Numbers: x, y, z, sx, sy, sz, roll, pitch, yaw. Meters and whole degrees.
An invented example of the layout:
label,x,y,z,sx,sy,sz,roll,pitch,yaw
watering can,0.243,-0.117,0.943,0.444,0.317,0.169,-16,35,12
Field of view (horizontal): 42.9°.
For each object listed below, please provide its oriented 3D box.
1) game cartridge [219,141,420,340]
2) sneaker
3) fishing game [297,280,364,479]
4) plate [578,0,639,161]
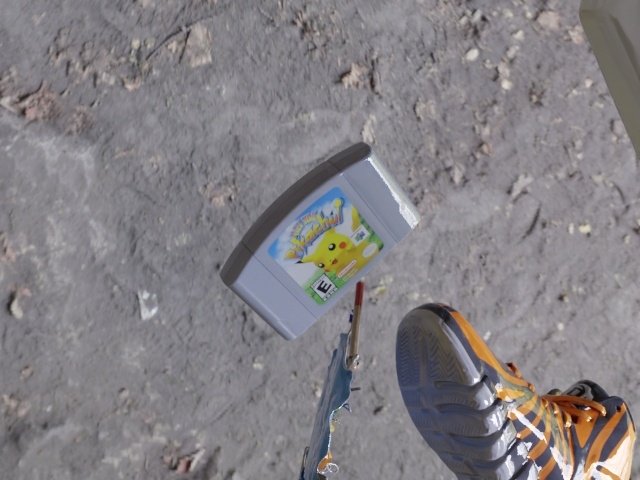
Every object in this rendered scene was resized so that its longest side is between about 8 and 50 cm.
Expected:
label,x,y,z,sx,sy,sz,roll,pitch,yaw
game cartridge,0.000,0.000,0.347,0.083,0.017,0.056,-44,126,-2
sneaker,0.205,0.171,0.833,0.180,0.125,0.321,-36,108,-28
fishing game,0.012,0.183,0.807,0.041,0.189,0.264,15,119,-1
plate,0.375,-0.206,0.925,0.045,0.278,0.277,-20,76,7
